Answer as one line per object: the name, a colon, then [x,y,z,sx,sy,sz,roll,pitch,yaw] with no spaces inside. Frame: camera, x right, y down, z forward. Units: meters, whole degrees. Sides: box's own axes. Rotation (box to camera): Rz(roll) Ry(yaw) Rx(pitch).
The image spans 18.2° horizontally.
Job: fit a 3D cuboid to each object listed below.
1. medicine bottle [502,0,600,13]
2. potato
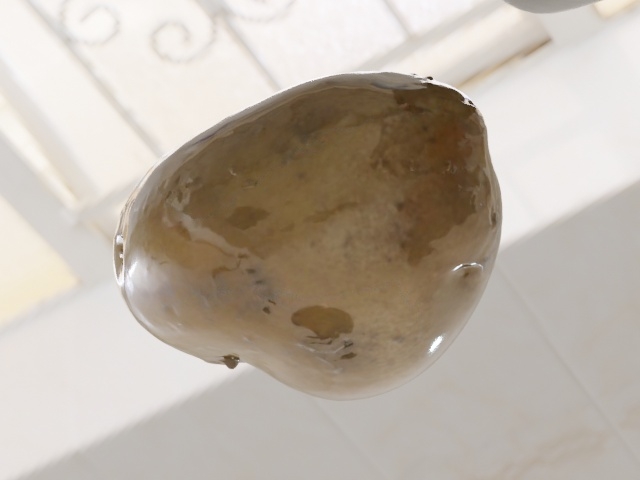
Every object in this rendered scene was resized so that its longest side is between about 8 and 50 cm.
medicine bottle: [0.216,-0.196,0.636,0.375,0.123,0.282,-28,-176,-9]
potato: [-0.002,0.000,0.667,0.147,0.112,0.112,-14,-135,41]
